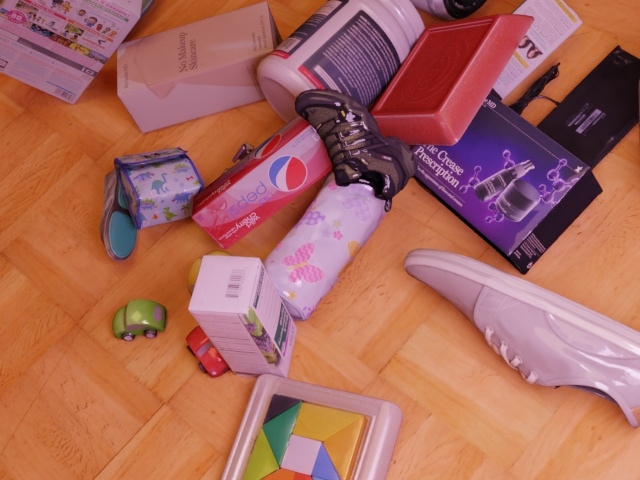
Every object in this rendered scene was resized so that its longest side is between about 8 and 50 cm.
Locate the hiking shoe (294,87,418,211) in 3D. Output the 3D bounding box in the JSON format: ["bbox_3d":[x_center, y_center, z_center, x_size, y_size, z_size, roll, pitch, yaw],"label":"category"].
[{"bbox_3d":[0.045,-0.146,1.531,0.226,0.086,0.114,35,58,-5],"label":"hiking shoe"}]

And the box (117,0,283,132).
[{"bbox_3d":[-0.226,-0.331,1.874,0.311,0.121,0.148,-15,55,7],"label":"box"}]

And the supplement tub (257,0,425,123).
[{"bbox_3d":[0.038,-0.324,1.746,0.272,0.191,0.191,-44,57,-13],"label":"supplement tub"}]

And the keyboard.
[{"bbox_3d":[0.424,-0.215,1.657,0.317,0.033,0.201,-44,62,-13],"label":"keyboard"}]

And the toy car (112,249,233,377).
[{"bbox_3d":[-0.252,0.122,1.634,0.224,0.053,0.239,-9,56,11],"label":"toy car"}]

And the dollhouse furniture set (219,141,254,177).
[{"bbox_3d":[-0.139,-0.109,1.775,0.081,0.091,0.114,36,98,-9],"label":"dollhouse furniture set"}]

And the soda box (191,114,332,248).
[{"bbox_3d":[-0.092,-0.103,1.649,0.263,0.092,0.083,-37,25,12],"label":"soda box"}]

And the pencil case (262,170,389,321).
[{"bbox_3d":[0.000,0.000,1.596,0.124,0.113,0.273,32,72,12],"label":"pencil case"}]

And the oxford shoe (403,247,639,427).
[{"bbox_3d":[0.299,0.132,1.405,0.449,0.169,0.130,27,89,28],"label":"oxford shoe"}]

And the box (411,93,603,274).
[{"bbox_3d":[0.285,-0.103,1.559,0.184,0.103,0.261,-47,56,2],"label":"box"}]

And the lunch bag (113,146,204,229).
[{"bbox_3d":[-0.291,-0.109,1.753,0.128,0.096,0.151,-12,47,-21],"label":"lunch bag"}]

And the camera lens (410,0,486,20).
[{"bbox_3d":[0.195,-0.551,1.825,0.274,0.219,0.219,32,72,31],"label":"camera lens"}]

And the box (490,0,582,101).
[{"bbox_3d":[0.339,-0.336,1.714,0.244,0.060,0.100,-43,93,-12],"label":"box"}]

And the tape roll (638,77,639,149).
[{"bbox_3d":[0.600,-0.173,1.444,0.246,0.246,0.169,0,59,17],"label":"tape roll"}]

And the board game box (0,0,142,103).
[{"bbox_3d":[-0.508,-0.420,1.872,0.303,0.224,0.098,-36,42,43],"label":"board game box"}]

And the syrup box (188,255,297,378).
[{"bbox_3d":[-0.111,0.121,1.479,0.096,0.237,0.093,2,60,17],"label":"syrup box"}]

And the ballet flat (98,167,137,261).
[{"bbox_3d":[-0.372,-0.044,1.780,0.068,0.072,0.213,-26,49,34],"label":"ballet flat"}]

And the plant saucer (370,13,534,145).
[{"bbox_3d":[0.199,-0.275,1.625,0.258,0.047,0.259,-57,27,-12],"label":"plant saucer"}]

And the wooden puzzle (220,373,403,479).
[{"bbox_3d":[-0.020,0.318,1.434,0.238,0.044,0.221,10,67,22],"label":"wooden puzzle"}]

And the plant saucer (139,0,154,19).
[{"bbox_3d":[-0.489,-0.535,2.134,0.317,0.044,0.318,-8,57,12],"label":"plant saucer"}]
